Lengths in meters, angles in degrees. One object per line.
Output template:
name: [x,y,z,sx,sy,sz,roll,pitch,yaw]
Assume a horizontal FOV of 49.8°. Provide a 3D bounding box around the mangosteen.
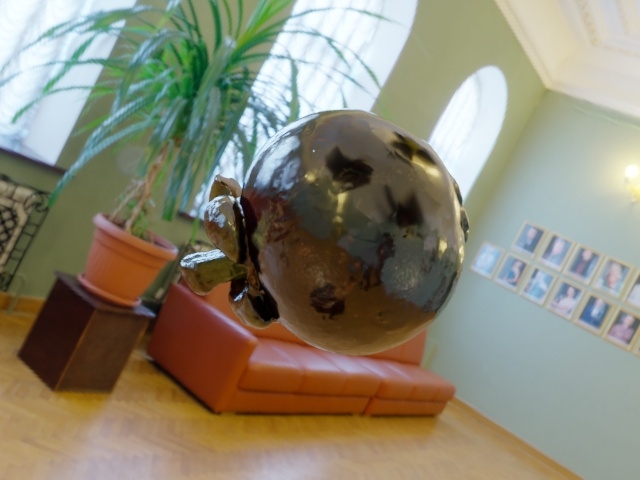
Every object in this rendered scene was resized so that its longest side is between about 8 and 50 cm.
mangosteen: [0.000,0.000,0.629,0.265,0.228,0.228,-13,1,2]
